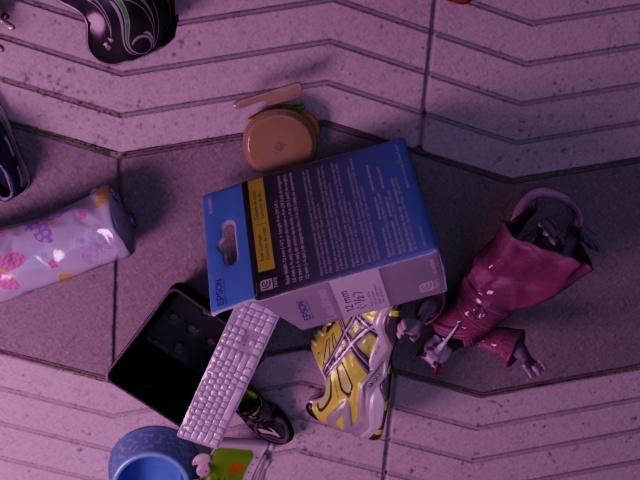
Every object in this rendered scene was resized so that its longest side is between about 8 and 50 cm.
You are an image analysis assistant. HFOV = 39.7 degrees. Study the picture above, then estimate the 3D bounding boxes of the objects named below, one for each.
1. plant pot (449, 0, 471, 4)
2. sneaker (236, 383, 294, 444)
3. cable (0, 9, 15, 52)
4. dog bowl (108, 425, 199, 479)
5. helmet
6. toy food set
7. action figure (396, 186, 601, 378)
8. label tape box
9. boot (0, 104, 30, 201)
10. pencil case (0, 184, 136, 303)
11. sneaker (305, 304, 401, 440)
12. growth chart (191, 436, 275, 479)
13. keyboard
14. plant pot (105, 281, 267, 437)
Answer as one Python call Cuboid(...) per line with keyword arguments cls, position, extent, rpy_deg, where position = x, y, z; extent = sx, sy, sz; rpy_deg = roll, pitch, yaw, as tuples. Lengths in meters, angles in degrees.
Cuboid(cls="plant pot", position=(0.107, -0.508, 1.288), extent=(0.267, 0.236, 0.267), rpy_deg=(14, 103, -8))
Cuboid(cls="sneaker", position=(-0.119, 0.298, 1.552), extent=(0.067, 0.078, 0.188), rpy_deg=(-39, 109, 4))
Cuboid(cls="cable", position=(-0.583, -0.405, 1.332), extent=(0.287, 0.072, 0.140), rpy_deg=(24, 102, -11))
Cuboid(cls="dog bowl", position=(-0.307, 0.484, 1.586), extent=(0.165, 0.074, 0.297), rpy_deg=(7, 103, -7))
Cuboid(cls="helmet", position=(-0.306, -0.361, 1.326), extent=(0.169, 0.169, 0.162), rpy_deg=(-17, 121, -1))
Cuboid(cls="toy food set", position=(-0.063, -0.163, 1.467), extent=(0.132, 0.038, 0.192), rpy_deg=(-14, 116, 4))
Cuboid(cls="action figure", position=(0.272, 0.084, 1.497), extent=(0.248, 0.276, 0.370), rpy_deg=(32, 121, -17))
Cuboid(cls="label tape box", position=(0.000, 0.000, 1.392), extent=(0.347, 0.249, 0.115), rpy_deg=(-16, 139, 6))
Cuboid(cls="boot", position=(-0.520, -0.154, 1.396), extent=(0.069, 0.086, 0.190), rpy_deg=(-26, 105, 2))
Cuboid(cls="pencil case", position=(-0.438, 0.009, 1.432), extent=(0.273, 0.113, 0.124), rpy_deg=(-21, 95, 0))
Cuboid(cls="sneaker", position=(0.059, 0.150, 1.503), extent=(0.147, 0.145, 0.385), rpy_deg=(7, 97, 5))
Cuboid(cls="growth chart", position=(-0.167, 0.455, 1.585), extent=(0.171, 0.021, 0.237), rpy_deg=(3, 105, -36))
Cuboid(cls="keyboard", position=(-0.144, 0.209, 1.390), extent=(0.072, 0.014, 0.256), rpy_deg=(23, 101, -10))
Cuboid(cls="plant pot", position=(-0.219, 0.175, 1.467), extent=(0.188, 0.167, 0.187), rpy_deg=(36, 98, -14))
